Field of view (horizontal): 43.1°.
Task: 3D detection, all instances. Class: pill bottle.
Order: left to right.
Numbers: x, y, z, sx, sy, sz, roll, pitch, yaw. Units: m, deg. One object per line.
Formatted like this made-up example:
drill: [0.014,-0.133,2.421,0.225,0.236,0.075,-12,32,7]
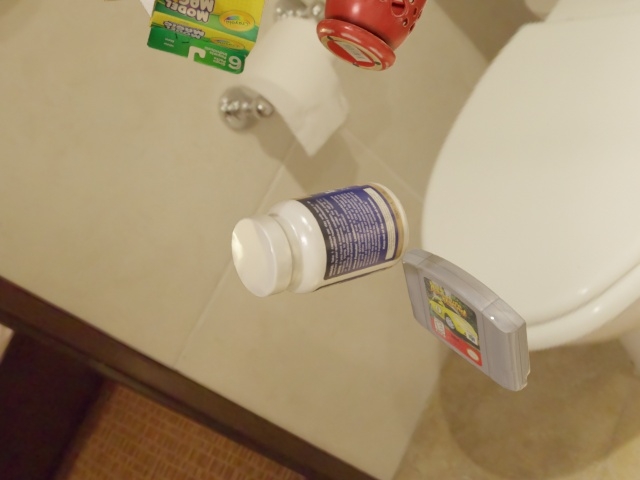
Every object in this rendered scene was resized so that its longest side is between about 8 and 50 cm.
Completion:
pill bottle: [0.000,0.000,1.299,0.153,0.264,0.153,22,118,48]

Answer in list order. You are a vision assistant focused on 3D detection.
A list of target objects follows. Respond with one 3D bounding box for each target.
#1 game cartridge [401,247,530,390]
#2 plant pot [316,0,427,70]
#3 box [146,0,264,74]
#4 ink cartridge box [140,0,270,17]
game cartridge: [0.265,0.137,1.517,0.060,0.196,0.294,-30,41,-22]
plant pot: [0.092,-0.440,1.585,0.191,0.191,0.174,21,83,53]
box: [-0.105,-0.262,0.805,0.043,0.105,0.179,157,125,-70]
ink cartridge box: [-0.136,-0.343,1.073,0.180,0.060,0.104,-25,-12,-41]
